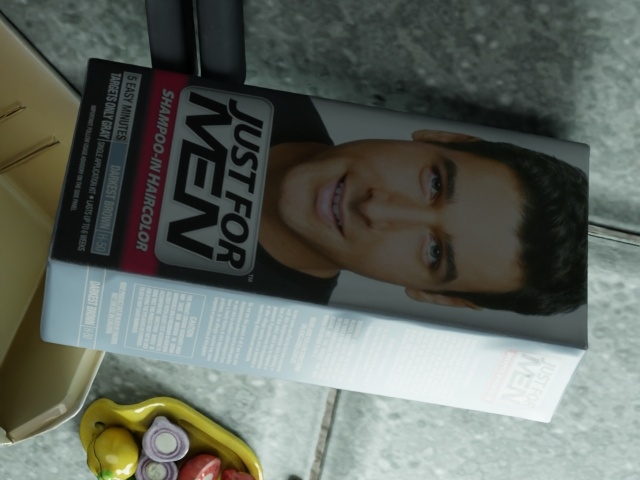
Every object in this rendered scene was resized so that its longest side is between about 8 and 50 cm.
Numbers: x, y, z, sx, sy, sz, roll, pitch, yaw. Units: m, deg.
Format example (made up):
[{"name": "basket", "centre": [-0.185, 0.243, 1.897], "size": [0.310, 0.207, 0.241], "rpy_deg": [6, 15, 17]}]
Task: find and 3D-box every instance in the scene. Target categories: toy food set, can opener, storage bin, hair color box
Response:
[{"name": "toy food set", "centre": [-0.123, 0.224, 1.743], "size": [0.218, 0.071, 0.128], "rpy_deg": [33, 129, -17]}, {"name": "can opener", "centre": [-0.097, -0.201, 1.348], "size": [0.076, 0.095, 0.283], "rpy_deg": [5, 132, 8]}, {"name": "storage bin", "centre": [-0.271, -0.019, 1.440], "size": [0.123, 0.260, 0.262], "rpy_deg": [-23, 123, 33]}, {"name": "hair color box", "centre": [0.000, 0.000, 1.405], "size": [0.374, 0.185, 0.113], "rpy_deg": [10, 144, -6]}]
